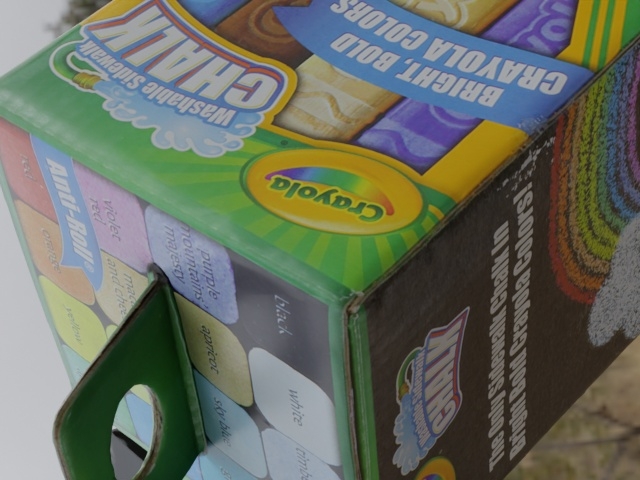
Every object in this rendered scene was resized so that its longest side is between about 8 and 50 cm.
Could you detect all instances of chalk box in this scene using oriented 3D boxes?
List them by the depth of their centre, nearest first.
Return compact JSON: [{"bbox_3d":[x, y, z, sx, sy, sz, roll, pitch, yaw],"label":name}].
[{"bbox_3d":[0.000,0.000,0.584,0.289,0.179,0.180,-40,-37,-30],"label":"chalk box"}]

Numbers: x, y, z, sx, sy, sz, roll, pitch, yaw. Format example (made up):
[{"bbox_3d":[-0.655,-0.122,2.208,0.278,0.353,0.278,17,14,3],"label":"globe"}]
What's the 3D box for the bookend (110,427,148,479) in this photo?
[{"bbox_3d":[-0.168,0.220,1.240,0.157,0.072,0.156,-16,-52,-41],"label":"bookend"}]
